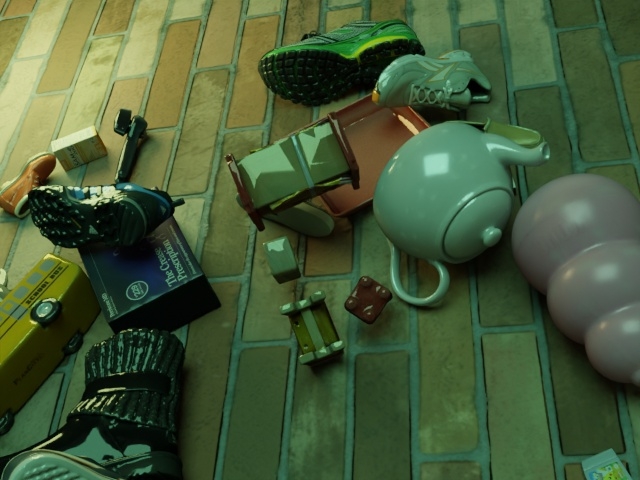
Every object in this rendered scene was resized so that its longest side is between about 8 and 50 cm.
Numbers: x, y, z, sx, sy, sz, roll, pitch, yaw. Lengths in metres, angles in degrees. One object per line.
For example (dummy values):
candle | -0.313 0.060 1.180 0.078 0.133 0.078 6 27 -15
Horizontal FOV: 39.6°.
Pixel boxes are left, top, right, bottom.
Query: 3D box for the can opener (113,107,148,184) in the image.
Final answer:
can opener | -0.404 -0.193 1.862 0.073 0.059 0.186 9 58 -11

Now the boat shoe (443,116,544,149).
boat shoe | 0.316 -0.193 1.639 0.190 0.072 0.068 1 50 17

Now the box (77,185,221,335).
box | -0.319 0.047 1.597 0.184 0.103 0.261 -30 48 -7

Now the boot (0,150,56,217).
boot | -0.596 -0.114 1.849 0.084 0.059 0.158 30 72 31

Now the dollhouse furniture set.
dollhouse furniture set | 0.000 0.000 1.476 0.201 0.152 0.374 -21 81 -1

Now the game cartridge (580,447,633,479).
game cartridge | 0.392 0.327 1.205 0.056 0.017 0.083 -25 48 -1

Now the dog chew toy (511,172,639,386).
dog chew toy | 0.416 0.062 1.314 0.206 0.206 0.332 -17 55 1

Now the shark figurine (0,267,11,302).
shark figurine | -0.696 0.099 1.653 0.278 0.116 0.166 -13 46 2

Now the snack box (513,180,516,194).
snack box | 0.258 -0.092 1.602 0.178 0.022 0.064 -12 47 6

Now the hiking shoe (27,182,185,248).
hiking shoe | -0.393 -0.048 1.585 0.304 0.113 0.132 10 23 33

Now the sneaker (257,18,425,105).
sneaker | 0.039 -0.381 1.863 0.343 0.134 0.146 -8 41 -3

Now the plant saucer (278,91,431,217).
plant saucer | 0.086 -0.164 1.698 0.259 0.048 0.258 -27 48 -9

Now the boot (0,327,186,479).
boot | -0.376 0.284 1.381 0.348 0.131 0.260 -8 54 -5

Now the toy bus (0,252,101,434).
toy bus | -0.522 0.183 1.529 0.130 0.108 0.333 20 58 30

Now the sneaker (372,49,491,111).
sneaker | 0.223 -0.293 1.703 0.262 0.099 0.121 -19 53 -29

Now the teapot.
teapot | 0.219 -0.050 1.440 0.252 0.256 0.187 -26 52 -18

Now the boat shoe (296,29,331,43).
boat shoe | -0.024 -0.415 1.927 0.228 0.076 0.080 -23 48 -4

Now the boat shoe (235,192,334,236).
boat shoe | -0.058 -0.072 1.639 0.219 0.078 0.070 21 59 32

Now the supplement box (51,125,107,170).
supplement box | -0.512 -0.195 1.887 0.098 0.062 0.036 -23 49 -3

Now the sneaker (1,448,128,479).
sneaker | -0.286 0.378 1.207 0.126 0.321 0.127 -56 23 -19
